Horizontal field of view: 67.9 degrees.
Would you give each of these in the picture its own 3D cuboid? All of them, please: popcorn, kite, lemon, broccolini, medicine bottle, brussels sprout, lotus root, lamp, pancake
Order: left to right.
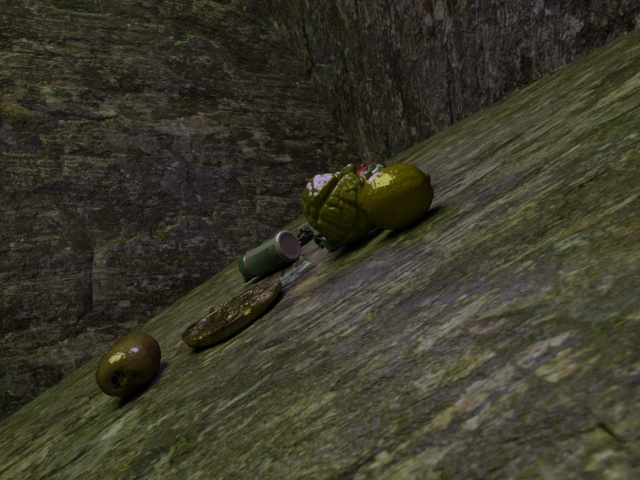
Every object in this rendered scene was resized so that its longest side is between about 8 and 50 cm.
[{"bbox_3d":[-0.571,0.359,1.438,0.169,0.152,0.342,-33,10,-8],"label":"lotus root"},{"bbox_3d":[-0.354,0.245,1.693,0.083,0.046,0.051,-36,15,-28],"label":"brussels sprout"},{"bbox_3d":[-0.257,0.214,1.445,0.356,0.065,0.356,-33,9,6],"label":"pancake"},{"bbox_3d":[-0.216,0.067,1.945,0.274,0.133,0.133,-26,10,36],"label":"medicine bottle"},{"bbox_3d":[-0.189,0.054,2.125,0.392,0.074,0.079,-35,1,-26],"label":"broccolini"},{"bbox_3d":[-0.106,0.111,1.663,0.169,0.015,0.310,-34,8,-4],"label":"kite"},{"bbox_3d":[0.065,-0.016,1.629,0.118,0.055,0.074,-33,6,-8],"label":"medicine bottle"},{"bbox_3d":[0.061,-0.112,1.481,0.270,0.224,0.258,-25,42,38],"label":"popcorn"},{"bbox_3d":[0.244,-0.307,2.349,0.187,0.164,0.187,-29,7,4],"label":"lamp"},{"bbox_3d":[0.204,-0.118,1.283,0.193,0.181,0.180,-35,8,-17],"label":"lemon"}]

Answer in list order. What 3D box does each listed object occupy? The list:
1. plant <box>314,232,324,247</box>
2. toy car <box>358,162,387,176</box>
[{"bbox_3d":[0.000,0.000,1.811,0.051,0.051,0.102,-31,13,12],"label":"plant"},{"bbox_3d":[0.191,-0.221,2.166,0.305,0.136,0.125,-32,29,11],"label":"toy car"}]
